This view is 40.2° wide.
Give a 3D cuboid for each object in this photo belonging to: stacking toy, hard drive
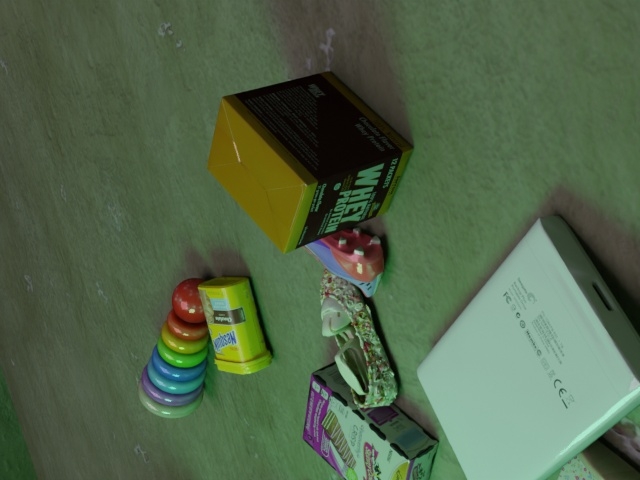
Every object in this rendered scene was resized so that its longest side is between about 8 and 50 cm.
[{"bbox_3d":[-0.283,0.212,1.791,0.141,0.141,0.330,44,134,29],"label":"stacking toy"},{"bbox_3d":[0.254,0.169,1.103,0.233,0.047,0.353,65,146,30],"label":"hard drive"}]

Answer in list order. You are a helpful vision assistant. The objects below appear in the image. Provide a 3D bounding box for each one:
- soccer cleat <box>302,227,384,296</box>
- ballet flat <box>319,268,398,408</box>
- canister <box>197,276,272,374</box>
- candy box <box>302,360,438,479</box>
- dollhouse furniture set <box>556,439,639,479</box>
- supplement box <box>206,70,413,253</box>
[{"bbox_3d":[0.000,0.000,1.359,0.248,0.083,0.095,30,135,37],"label":"soccer cleat"},{"bbox_3d":[0.048,0.155,1.376,0.091,0.077,0.241,-32,82,54],"label":"ballet flat"},{"bbox_3d":[-0.164,0.157,1.653,0.126,0.073,0.170,-2,105,52],"label":"canister"},{"bbox_3d":[0.074,0.329,1.438,0.233,0.071,0.159,35,133,36],"label":"candy box"},{"bbox_3d":[0.335,0.345,1.029,0.355,0.173,0.303,37,134,35],"label":"dollhouse furniture set"},{"bbox_3d":[-0.018,-0.114,1.218,0.191,0.194,0.129,47,139,26],"label":"supplement box"}]
